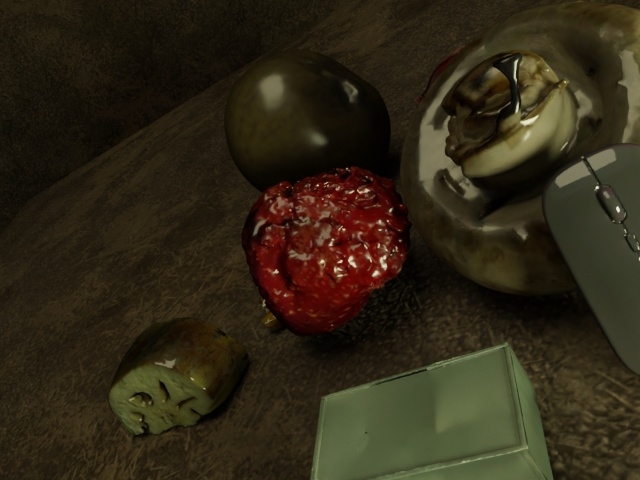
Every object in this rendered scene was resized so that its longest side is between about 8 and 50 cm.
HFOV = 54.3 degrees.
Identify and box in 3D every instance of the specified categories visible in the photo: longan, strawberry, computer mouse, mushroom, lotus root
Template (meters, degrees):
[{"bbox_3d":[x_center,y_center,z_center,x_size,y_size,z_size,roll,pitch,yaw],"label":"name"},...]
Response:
[{"bbox_3d":[-0.027,-0.214,1.206,0.319,0.319,0.319,-27,30,17],"label":"longan"},{"bbox_3d":[0.000,0.000,0.898,0.274,0.220,0.274,-47,17,18],"label":"strawberry"},{"bbox_3d":[0.300,0.024,0.580,0.120,0.232,0.057,-27,3,18],"label":"computer mouse"},{"bbox_3d":[0.243,-0.120,0.732,0.362,0.295,0.362,-20,61,40],"label":"mushroom"},{"bbox_3d":[-0.241,0.213,0.993,0.235,0.138,0.119,-26,20,29],"label":"lotus root"}]

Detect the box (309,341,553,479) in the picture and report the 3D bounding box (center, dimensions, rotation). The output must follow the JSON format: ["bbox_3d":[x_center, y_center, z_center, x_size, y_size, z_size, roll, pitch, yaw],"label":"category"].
[{"bbox_3d":[0.110,0.209,0.649,0.225,0.086,0.129,-23,31,23],"label":"box"}]

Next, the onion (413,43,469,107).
[{"bbox_3d":[0.253,-0.266,1.130,0.195,0.159,0.159,-5,41,48],"label":"onion"}]

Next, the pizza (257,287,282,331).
[{"bbox_3d":[-0.056,0.067,1.089,0.185,0.036,0.176,-43,29,-14],"label":"pizza"}]
